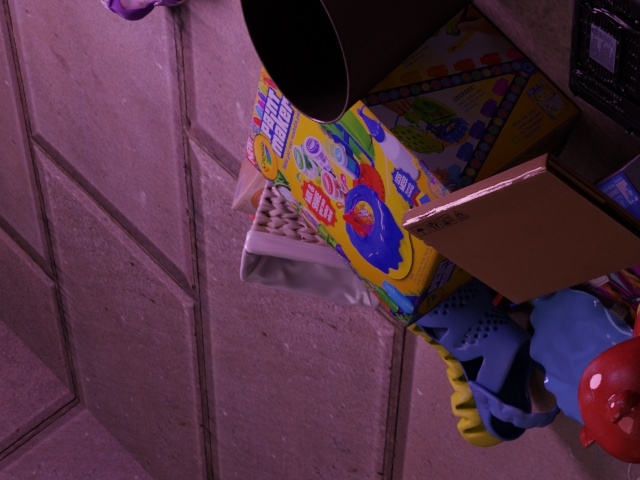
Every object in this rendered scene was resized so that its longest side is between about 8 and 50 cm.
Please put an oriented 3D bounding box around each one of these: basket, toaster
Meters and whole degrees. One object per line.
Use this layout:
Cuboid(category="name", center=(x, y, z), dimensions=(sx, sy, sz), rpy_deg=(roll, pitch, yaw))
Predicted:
Cuboid(category="basket", center=(0.000, 0.000, 2.161), dimensions=(0.167, 0.103, 0.113), rpy_deg=(11, 157, 0))
Cuboid(category="basket", center=(0.057, -0.250, 1.800), dimensions=(0.154, 0.227, 0.204), rpy_deg=(38, 153, 32))
Cuboid(category="toaster", center=(0.298, -0.172, 1.601), dimensions=(0.168, 0.110, 0.186), rpy_deg=(38, 153, 31))

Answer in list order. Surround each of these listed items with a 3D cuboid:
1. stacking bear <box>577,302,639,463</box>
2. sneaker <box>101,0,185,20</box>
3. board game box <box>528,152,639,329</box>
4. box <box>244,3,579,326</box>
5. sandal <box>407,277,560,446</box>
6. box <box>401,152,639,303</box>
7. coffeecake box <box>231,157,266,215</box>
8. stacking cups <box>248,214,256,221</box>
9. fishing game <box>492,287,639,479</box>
Cuboid(category="stacking bear", center=(0.345, 0.089, 1.647), dimensions=(0.164, 0.289, 0.175), rpy_deg=(51, 157, 5))
Cuboid(category="sneaker", center=(-0.204, -0.327, 2.368), dimensions=(0.104, 0.095, 0.236), rpy_deg=(43, 155, 4))
Cuboid(category="board game box", center=(0.349, 0.083, 1.916), dimensions=(0.318, 0.066, 0.318), rpy_deg=(53, 157, 2))
Cuboid(category="box", center=(0.086, -0.112, 2.003), dimensions=(0.279, 0.177, 0.290), rpy_deg=(47, 155, 17))
Cuboid(category="sandal", center=(0.192, 0.109, 2.203), dimensions=(0.138, 0.126, 0.317), rpy_deg=(2, 132, 49))
Cuboid(category="box", center=(0.201, -0.006, 1.803), dimensions=(0.164, 0.021, 0.201), rpy_deg=(33, 146, -27))
Cuboid(category="coffeecake box", center=(0.004, -0.061, 2.242), dimensions=(0.185, 0.068, 0.142), rpy_deg=(16, 159, -11))
Cuboid(category="stacking cups", center=(-0.038, -0.099, 2.383), dimensions=(0.096, 0.096, 0.316), rpy_deg=(48, 160, 13))
Cuboid(category="fishing game", center=(0.286, 0.124, 1.960), dimensions=(0.264, 0.041, 0.189), rpy_deg=(53, 151, 17))
